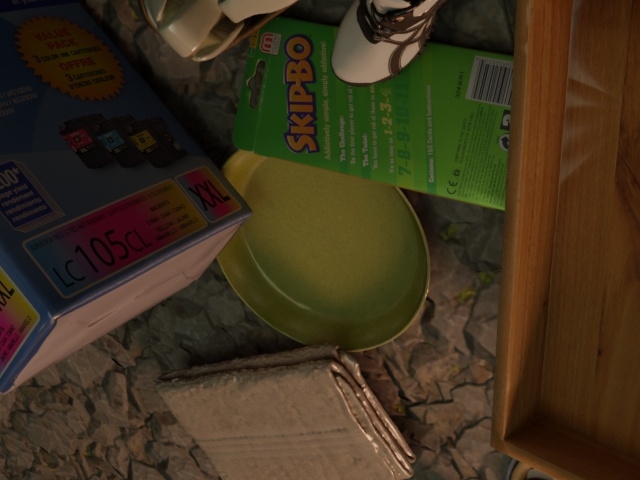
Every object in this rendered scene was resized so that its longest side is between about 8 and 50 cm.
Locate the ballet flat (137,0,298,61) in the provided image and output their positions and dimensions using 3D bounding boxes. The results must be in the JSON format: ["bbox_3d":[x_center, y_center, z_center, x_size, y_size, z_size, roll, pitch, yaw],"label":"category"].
[{"bbox_3d":[-0.058,-0.206,0.685,0.342,0.124,0.116,-14,132,44],"label":"ballet flat"}]

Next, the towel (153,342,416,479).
[{"bbox_3d":[-0.044,0.204,0.991,0.282,0.049,0.187,-13,119,36],"label":"towel"}]

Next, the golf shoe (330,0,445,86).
[{"bbox_3d":[0.053,-0.183,0.664,0.198,0.094,0.077,-40,73,45],"label":"golf shoe"}]

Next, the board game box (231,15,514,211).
[{"bbox_3d":[0.050,-0.113,0.759,0.259,0.039,0.124,14,98,19],"label":"board game box"}]

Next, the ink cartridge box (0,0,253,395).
[{"bbox_3d":[-0.292,-0.095,0.816,0.395,0.270,0.151,48,127,7],"label":"ink cartridge box"}]

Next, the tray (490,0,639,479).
[{"bbox_3d":[0.241,0.008,0.662,0.203,0.076,0.411,20,119,42],"label":"tray"}]

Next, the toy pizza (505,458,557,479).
[{"bbox_3d":[0.281,0.272,0.880,0.201,0.032,0.201,13,122,22],"label":"toy pizza"}]

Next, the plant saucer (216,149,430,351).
[{"bbox_3d":[0.000,0.000,0.877,0.241,0.037,0.241,13,123,21],"label":"plant saucer"}]
